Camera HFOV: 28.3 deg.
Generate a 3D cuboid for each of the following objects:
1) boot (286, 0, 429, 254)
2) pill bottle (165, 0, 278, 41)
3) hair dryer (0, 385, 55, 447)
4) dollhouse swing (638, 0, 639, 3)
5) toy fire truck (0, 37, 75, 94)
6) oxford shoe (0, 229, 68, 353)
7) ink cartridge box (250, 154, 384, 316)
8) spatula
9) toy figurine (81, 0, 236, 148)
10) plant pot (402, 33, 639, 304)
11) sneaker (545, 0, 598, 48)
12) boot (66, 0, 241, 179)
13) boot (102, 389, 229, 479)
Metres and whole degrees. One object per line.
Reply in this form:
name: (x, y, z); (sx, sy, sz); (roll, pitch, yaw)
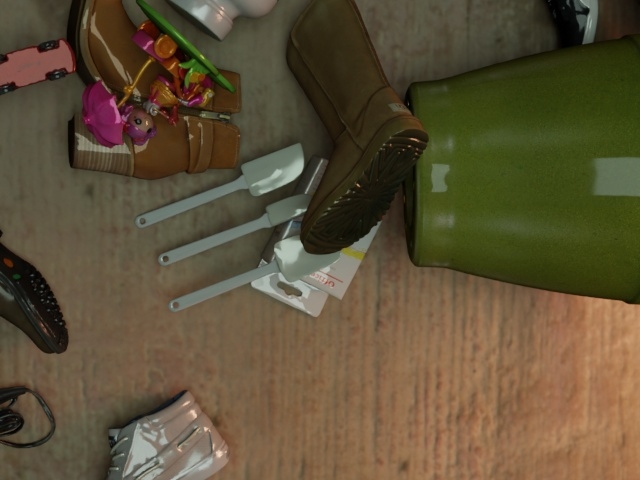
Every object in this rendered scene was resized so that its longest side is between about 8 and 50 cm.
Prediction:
boot: (0.016, -0.149, 1.601); (0.089, 0.269, 0.236); (15, 126, -41)
pill bottle: (-0.082, -0.380, 1.580); (0.146, 0.146, 0.264); (36, 89, -15)
hair dryer: (-0.513, 0.236, 1.627); (0.293, 0.080, 0.224); (38, 73, -20)
dollhouse swing: (0.636, -0.307, 1.694); (0.305, 0.315, 0.347); (-36, 104, 7)
toy fire truck: (-0.393, -0.199, 1.543); (0.192, 0.135, 0.047); (-18, 100, -10)
oxford shoe: (-0.411, 0.065, 1.617); (0.096, 0.083, 0.227); (-35, 104, 14)
ink cartridge box: (0.000, 0.000, 1.695); (0.115, 0.067, 0.198); (26, 92, -14)
spatula: (-0.109, -0.007, 1.647); (0.242, 0.019, 0.168); (-21, 86, 5)
toy figurine: (-0.208, -0.174, 1.517); (0.159, 0.130, 0.173); (-48, 136, 1)
plant pot: (0.285, -0.088, 1.624); (0.353, 0.366, 0.367); (-1, 99, -1)
sneaker: (0.306, -0.350, 1.713); (0.121, 0.079, 0.217); (1, 90, -10)
boot: (-0.203, -0.219, 1.602); (0.220, 0.109, 0.283); (0, 87, -20)
boot: (-0.256, 0.303, 1.679); (0.258, 0.095, 0.123); (-32, 98, -15)
